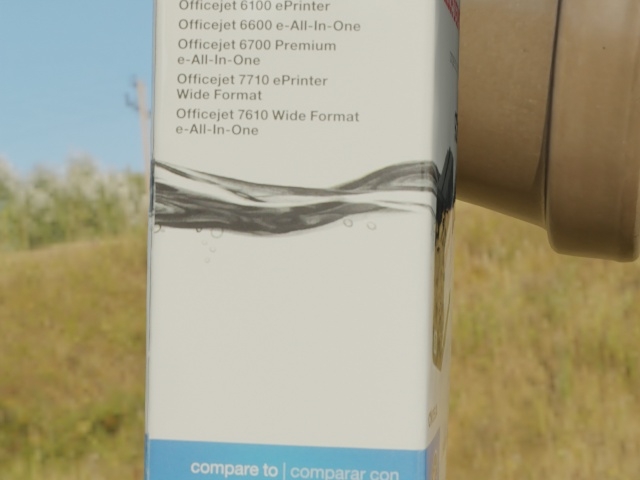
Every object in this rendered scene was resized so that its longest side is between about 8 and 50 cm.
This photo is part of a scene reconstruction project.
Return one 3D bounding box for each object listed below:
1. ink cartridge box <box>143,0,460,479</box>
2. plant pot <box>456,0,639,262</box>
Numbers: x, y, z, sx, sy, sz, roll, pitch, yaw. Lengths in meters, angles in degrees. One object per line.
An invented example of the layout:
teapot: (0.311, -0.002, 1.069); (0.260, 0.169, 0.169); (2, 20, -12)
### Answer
ink cartridge box: (0.000, 0.000, 0.746); (0.129, 0.307, 0.223); (2, 1, 8)
plant pot: (0.103, -0.126, 0.965); (0.229, 0.263, 0.263); (7, -4, 13)
